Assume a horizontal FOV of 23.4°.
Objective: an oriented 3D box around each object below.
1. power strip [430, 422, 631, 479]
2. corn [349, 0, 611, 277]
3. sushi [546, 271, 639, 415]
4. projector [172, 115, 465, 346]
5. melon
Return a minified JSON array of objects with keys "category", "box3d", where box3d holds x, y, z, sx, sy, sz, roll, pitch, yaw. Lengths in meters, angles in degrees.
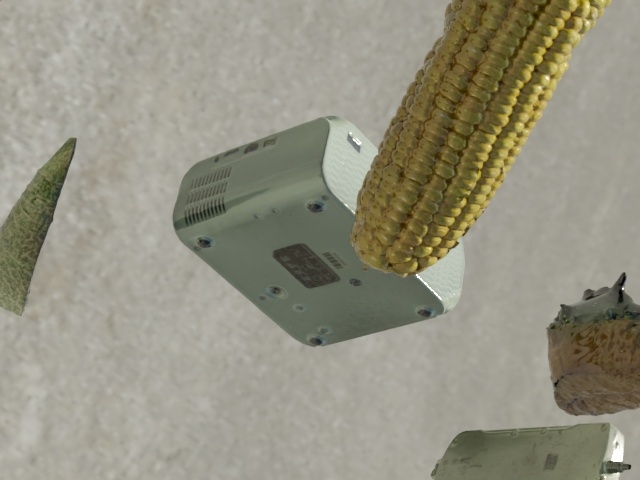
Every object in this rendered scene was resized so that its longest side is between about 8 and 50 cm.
[{"category":"power strip","box3d":[0.185,0.203,1.349,0.029,0.227,0.080,39,60,-28]},{"category":"corn","box3d":[0.113,-0.106,1.066,0.102,0.102,0.313,6,114,-60]},{"category":"sushi","box3d":[0.340,0.117,1.793,0.140,0.149,0.287,-63,-168,-25]},{"category":"projector","box3d":[0.000,0.000,1.593,0.250,0.198,0.108,43,44,-38]},{"category":"melon","box3d":[-0.274,-0.017,1.484,0.182,0.054,0.098,-61,-178,47]}]
